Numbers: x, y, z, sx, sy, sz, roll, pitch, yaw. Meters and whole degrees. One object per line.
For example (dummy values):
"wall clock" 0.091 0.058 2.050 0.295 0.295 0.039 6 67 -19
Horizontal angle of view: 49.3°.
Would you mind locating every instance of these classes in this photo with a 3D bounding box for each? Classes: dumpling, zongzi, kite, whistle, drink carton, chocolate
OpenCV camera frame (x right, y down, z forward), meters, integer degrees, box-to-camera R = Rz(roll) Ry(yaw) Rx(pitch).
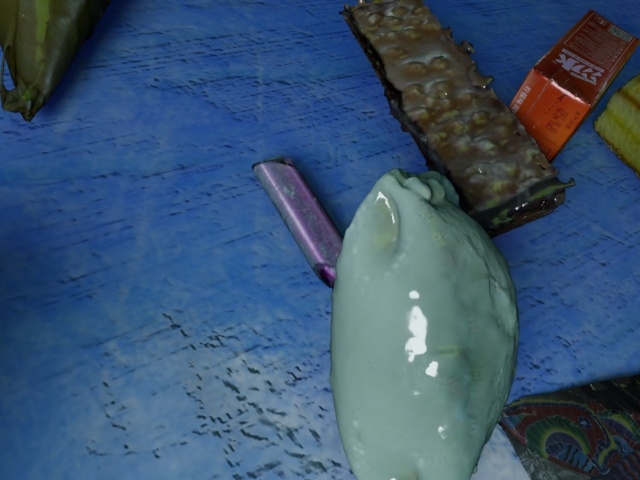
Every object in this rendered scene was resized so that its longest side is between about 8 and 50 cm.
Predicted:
"dumpling" 0.079 0.063 0.419 0.149 0.105 0.217 3 81 -24
"zongzi" -0.293 -0.237 0.580 0.260 0.123 0.289 14 66 9
"kite" 0.261 0.138 0.506 0.285 0.015 0.152 -15 56 -34
"whistle" 0.000 0.000 0.513 0.033 0.033 0.177 -11 53 -32
"drink carton" 0.261 -0.161 0.735 0.071 0.096 0.223 36 45 12
"chocolate" 0.114 -0.130 0.663 0.102 0.065 0.329 -23 55 0

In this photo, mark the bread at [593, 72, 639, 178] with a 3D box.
"bread" 0.447 -0.106 0.754 0.234 0.111 0.184 -8 51 -29
